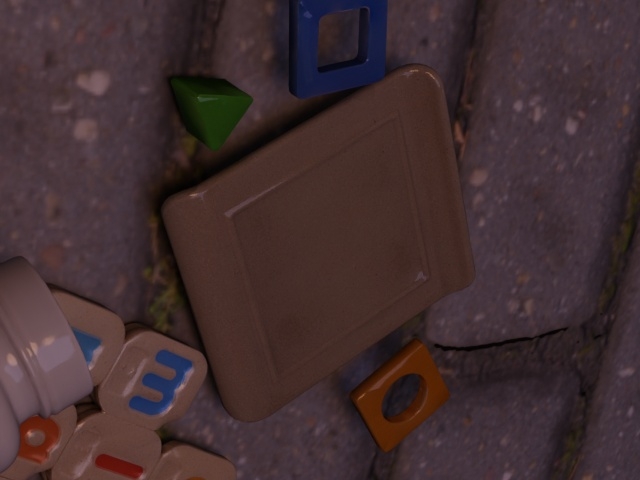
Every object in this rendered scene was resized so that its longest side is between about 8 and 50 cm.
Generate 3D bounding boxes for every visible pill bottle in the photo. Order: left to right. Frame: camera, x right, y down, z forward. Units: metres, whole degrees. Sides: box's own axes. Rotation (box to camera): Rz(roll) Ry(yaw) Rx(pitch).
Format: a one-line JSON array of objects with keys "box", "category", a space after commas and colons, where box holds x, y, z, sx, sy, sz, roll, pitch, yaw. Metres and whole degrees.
[{"box": [-0.210, 0.084, 0.723, 0.180, 0.108, 0.108, -29, 128, -19], "category": "pill bottle"}]

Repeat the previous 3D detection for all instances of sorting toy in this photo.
[{"box": [0.000, 0.000, 0.927, 0.196, 0.047, 0.348, -29, 128, -21], "category": "sorting toy"}]

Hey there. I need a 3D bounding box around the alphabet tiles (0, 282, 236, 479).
[{"box": [-0.184, 0.168, 0.871, 0.278, 0.021, 0.284, 28, 92, -43], "category": "alphabet tiles"}]
